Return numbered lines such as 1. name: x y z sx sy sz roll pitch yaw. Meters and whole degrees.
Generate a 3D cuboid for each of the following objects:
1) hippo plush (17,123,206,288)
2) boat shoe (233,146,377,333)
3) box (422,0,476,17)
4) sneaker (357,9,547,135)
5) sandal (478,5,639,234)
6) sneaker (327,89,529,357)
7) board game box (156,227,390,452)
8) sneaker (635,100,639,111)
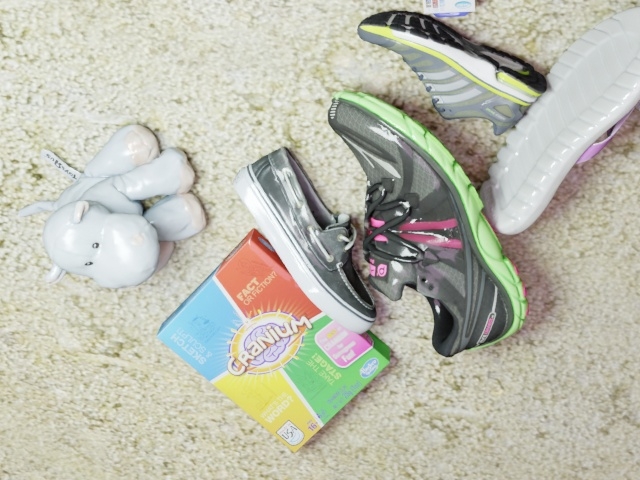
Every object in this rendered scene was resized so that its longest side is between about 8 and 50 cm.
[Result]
1. hippo plush: -0.328 -0.051 1.666 0.294 0.236 0.234 23 107 -5
2. boat shoe: 0.000 0.000 1.729 0.119 0.121 0.335 -35 101 17
3. box: 0.192 -0.395 1.621 0.081 0.028 0.136 0 126 13
4. sneaker: 0.188 -0.254 1.651 0.300 0.111 0.121 26 119 1
5. sandal: 0.394 -0.180 1.649 0.102 0.169 0.416 19 122 -36
6. sneaker: 0.145 -0.018 1.672 0.202 0.185 0.483 -34 103 -6
7. board game box: -0.078 0.172 1.818 0.316 0.064 0.242 41 105 -10
8. sneaker: 0.618 -0.174 1.663 0.330 0.146 0.122 27 81 -29
